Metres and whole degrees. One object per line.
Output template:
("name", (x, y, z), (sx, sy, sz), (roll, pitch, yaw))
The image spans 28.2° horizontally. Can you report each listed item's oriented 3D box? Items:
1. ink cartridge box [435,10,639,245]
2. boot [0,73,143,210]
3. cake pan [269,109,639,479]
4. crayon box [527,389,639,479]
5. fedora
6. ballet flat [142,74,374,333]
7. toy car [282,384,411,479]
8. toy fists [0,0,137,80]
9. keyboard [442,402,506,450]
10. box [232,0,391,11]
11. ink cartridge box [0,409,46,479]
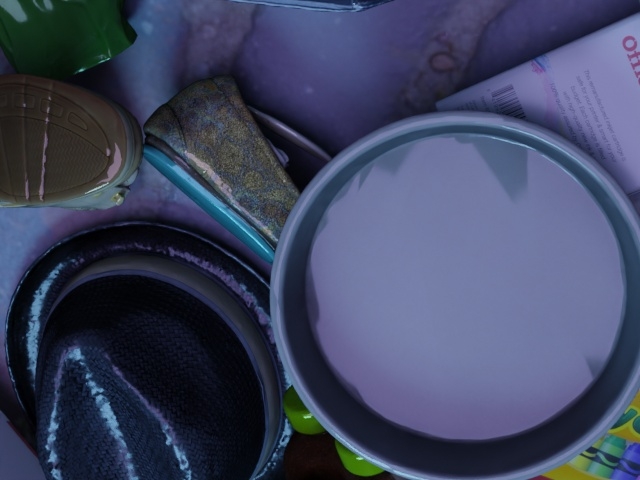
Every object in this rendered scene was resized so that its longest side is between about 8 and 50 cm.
("ink cartridge box", (0.199, -0.088, 1.006), (0.175, 0.072, 0.127), (-23, 94, 18))
("boot", (-0.202, -0.068, 1.009), (0.262, 0.203, 0.095), (-3, 87, 32))
("cake pan", (0.109, 0.044, 0.979), (0.293, 0.054, 0.293), (2, 102, 9))
("crayon box", (0.230, 0.192, 1.125), (0.202, 0.081, 0.318), (22, 114, 2))
("fedora", (-0.159, 0.157, 1.145), (0.334, 0.152, 0.334), (4, 113, 9))
("ballet flat", (0.000, 0.000, 1.081), (0.123, 0.123, 0.348), (-39, 103, 22))
("toy car", (-0.017, 0.240, 1.087), (0.188, 0.149, 0.155), (-35, 127, -21))
("toy fists", (-0.292, -0.190, 1.060), (0.279, 0.096, 0.142), (-17, 116, 15))
("keyboard", (0.155, 0.068, 1.051), (0.072, 0.014, 0.256), (32, 89, 26))
("box", (0.022, -0.368, 0.782), (0.212, 0.294, 0.395), (14, 118, 38))
("ink cartridge box", (-0.419, 0.271, 1.236), (0.306, 0.131, 0.226), (-33, 102, 28))
